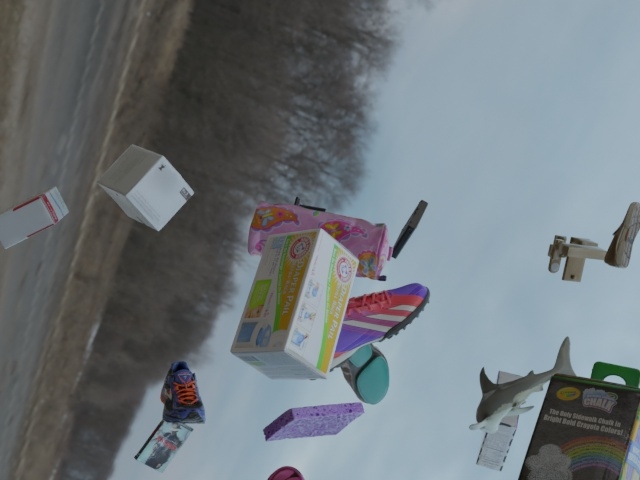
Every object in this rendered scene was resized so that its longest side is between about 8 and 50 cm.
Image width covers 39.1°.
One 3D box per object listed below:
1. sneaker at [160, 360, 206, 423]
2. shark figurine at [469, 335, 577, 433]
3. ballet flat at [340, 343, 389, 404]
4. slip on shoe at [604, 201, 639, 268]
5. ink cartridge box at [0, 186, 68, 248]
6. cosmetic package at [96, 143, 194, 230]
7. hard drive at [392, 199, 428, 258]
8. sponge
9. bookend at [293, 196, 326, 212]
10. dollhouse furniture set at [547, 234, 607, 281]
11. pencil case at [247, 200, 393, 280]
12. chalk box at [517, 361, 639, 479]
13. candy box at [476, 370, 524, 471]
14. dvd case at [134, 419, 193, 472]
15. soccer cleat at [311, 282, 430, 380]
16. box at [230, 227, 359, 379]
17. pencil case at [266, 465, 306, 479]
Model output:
[{"bbox_3d":[-0.280,0.306,1.805,0.221,0.083,0.087,-150,-115,-65],"label":"sneaker"},{"bbox_3d":[0.381,0.295,1.828,0.278,0.166,0.116,-45,-124,32],"label":"shark figurine"},{"bbox_3d":[0.081,0.260,2.059,0.107,0.106,0.316,-37,140,-15],"label":"ballet flat"},{"bbox_3d":[0.582,-0.012,1.730,0.041,0.051,0.135,8,-102,44],"label":"slip on shoe"},{"bbox_3d":[-0.647,-0.054,2.011,0.127,0.072,0.175,-26,-168,0],"label":"ink cartridge box"},{"bbox_3d":[-0.477,-0.146,2.453,0.151,0.151,0.183,-50,-142,-15],"label":"cosmetic package"},{"bbox_3d":[0.213,-0.026,2.180,0.094,0.022,0.135,-61,179,-37],"label":"hard drive"},{"bbox_3d":[-0.013,0.398,1.980,0.117,0.210,0.031,-44,-125,37],"label":"sponge"},{"bbox_3d":[0.013,-0.027,2.219,0.157,0.156,0.072,76,26,-62],"label":"bookend"},{"bbox_3d":[0.676,0.065,2.400,0.151,0.144,0.123,-131,-131,-71],"label":"dollhouse furniture set"},{"bbox_3d":[0.000,0.000,1.782,0.124,0.284,0.124,9,90,-82],"label":"pencil case"},{"bbox_3d":[0.372,0.267,1.203,0.132,0.132,0.213,6,-121,39],"label":"chalk box"},{"bbox_3d":[0.455,0.458,2.279,0.165,0.070,0.196,-67,167,-45],"label":"candy box"},{"bbox_3d":[-0.344,0.448,1.986,0.013,0.087,0.119,26,-103,48],"label":"dvd case"},{"bbox_3d":[0.074,0.158,1.824,0.318,0.116,0.108,-30,-166,-5],"label":"soccer cleat"},{"bbox_3d":[-0.035,0.095,1.347,0.114,0.103,0.203,-8,-125,39],"label":"box"},{"bbox_3d":[-0.020,0.465,1.484,0.095,0.209,0.098,-47,-139,-15],"label":"pencil case"}]
